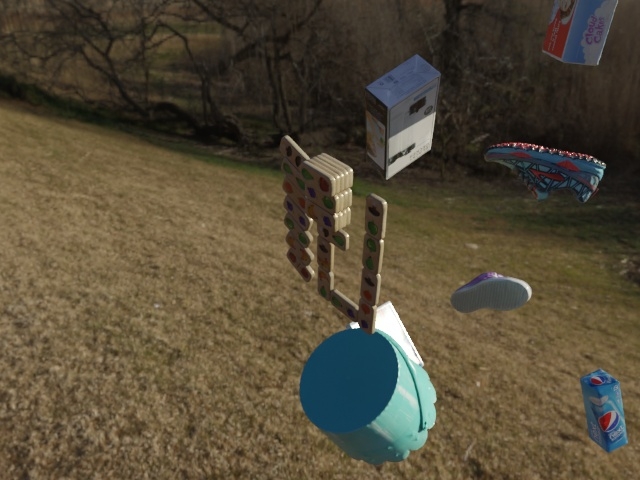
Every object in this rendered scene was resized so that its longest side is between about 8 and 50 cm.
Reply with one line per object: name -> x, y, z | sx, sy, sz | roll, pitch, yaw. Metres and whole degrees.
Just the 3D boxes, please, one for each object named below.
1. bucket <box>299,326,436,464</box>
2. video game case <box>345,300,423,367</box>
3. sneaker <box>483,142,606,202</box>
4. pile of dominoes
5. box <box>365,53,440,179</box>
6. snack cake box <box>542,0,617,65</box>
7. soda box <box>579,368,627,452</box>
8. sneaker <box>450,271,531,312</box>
bucket -> 0.100, 0.338, 1.249 | 0.281, 0.183, 0.281 | -19, 47, 21
video game case -> 0.174, 0.282, 1.498 | 0.183, 0.201, 0.023 | -21, -10, -45
sneaker -> 0.498, -0.151, 1.286 | 0.262, 0.125, 0.104 | 17, 17, 23
pile of dominoes -> 0.000, 0.000, 0.774 | 0.040, 0.251, 0.196 | -29, 47, -32
box -> 0.204, -0.303, 1.429 | 0.169, 0.290, 0.087 | -35, 64, -14
snack cake box -> 0.606, -0.551, 1.289 | 0.089, 0.264, 0.152 | 5, 28, -2
soda box -> 0.748, 0.450, 1.485 | 0.067, 0.210, 0.071 | -23, 22, -8
sneaker -> 0.537, 0.135, 1.699 | 0.161, 0.102, 0.282 | -29, 8, -32
